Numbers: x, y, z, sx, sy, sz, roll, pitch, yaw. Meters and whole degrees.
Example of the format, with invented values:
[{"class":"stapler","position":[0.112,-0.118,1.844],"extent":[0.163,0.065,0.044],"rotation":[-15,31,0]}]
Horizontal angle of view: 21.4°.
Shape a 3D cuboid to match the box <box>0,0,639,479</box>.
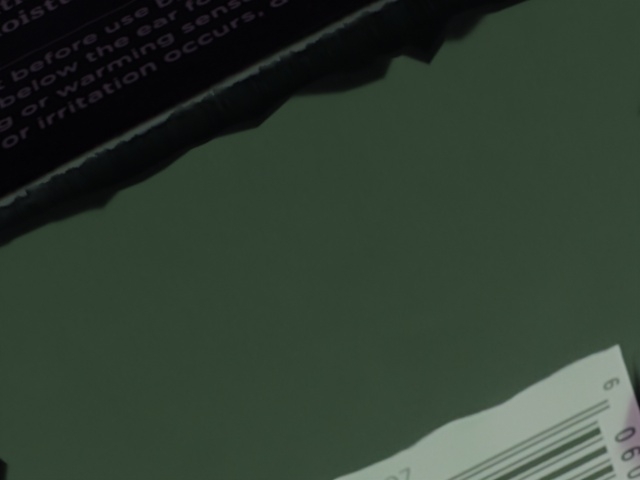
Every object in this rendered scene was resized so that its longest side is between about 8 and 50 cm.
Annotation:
[{"class":"box","position":[0.000,0.000,0.761],"extent":[0.297,0.472,0.480],"rotation":[-26,127,-3]}]
